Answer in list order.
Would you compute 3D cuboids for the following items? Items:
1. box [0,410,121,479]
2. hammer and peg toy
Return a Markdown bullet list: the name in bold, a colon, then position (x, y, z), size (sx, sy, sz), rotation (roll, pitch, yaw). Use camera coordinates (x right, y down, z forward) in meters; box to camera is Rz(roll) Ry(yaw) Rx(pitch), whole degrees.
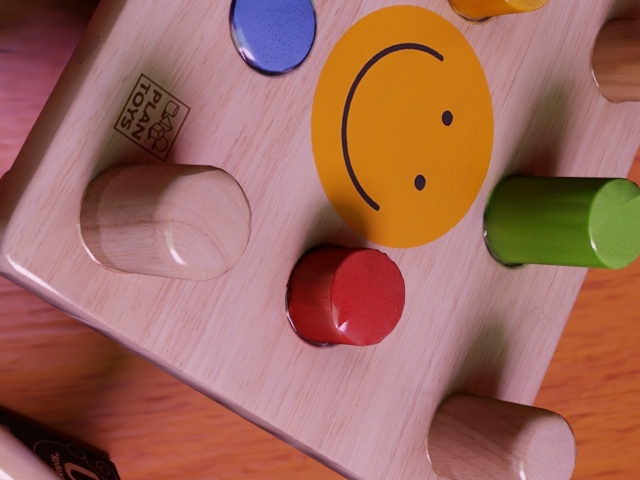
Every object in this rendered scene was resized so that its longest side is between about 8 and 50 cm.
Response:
- **box**: position (-0.195, 0.212, 0.649), size (0.142, 0.163, 0.247), rotation (30, 104, -34)
- **hammer and peg toy**: position (0.000, 0.000, 0.545), size (0.266, 0.127, 0.361), rotation (37, 71, -34)
